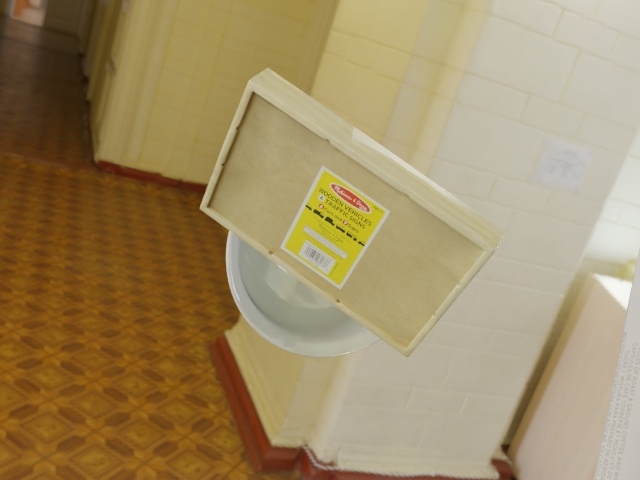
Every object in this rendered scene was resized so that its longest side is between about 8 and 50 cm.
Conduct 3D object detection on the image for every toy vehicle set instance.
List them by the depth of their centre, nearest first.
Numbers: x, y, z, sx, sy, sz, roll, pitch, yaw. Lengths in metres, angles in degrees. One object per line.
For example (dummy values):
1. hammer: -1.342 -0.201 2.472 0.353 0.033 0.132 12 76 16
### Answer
1. toy vehicle set: 0.019 -0.021 0.666 0.267 0.166 0.035 36 40 6

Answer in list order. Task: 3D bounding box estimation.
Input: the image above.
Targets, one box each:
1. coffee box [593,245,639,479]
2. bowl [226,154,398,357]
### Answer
1. coffee box: 0.358 0.104 0.264 0.338 0.338 0.334 17 -10 -11
2. bowl: 0.000 0.000 0.957 0.297 0.298 0.134 11 10 -24
